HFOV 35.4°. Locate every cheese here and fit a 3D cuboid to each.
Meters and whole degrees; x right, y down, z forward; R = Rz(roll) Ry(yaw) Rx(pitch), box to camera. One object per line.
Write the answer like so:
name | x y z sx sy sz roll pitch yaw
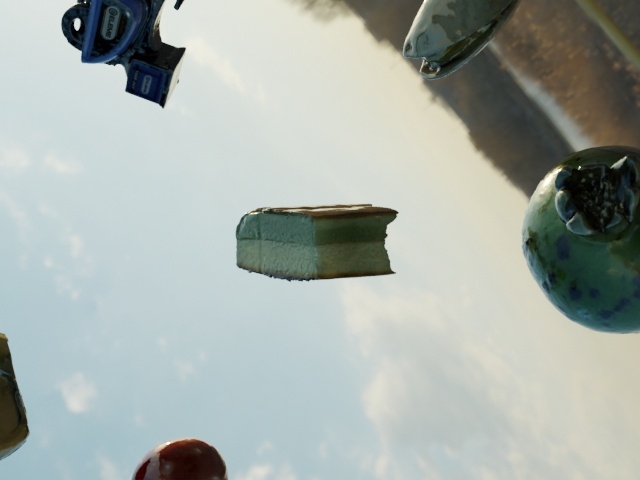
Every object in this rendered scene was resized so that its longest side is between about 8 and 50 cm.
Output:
cheese | -0.715 0.322 1.874 0.316 0.128 0.259 -19 -89 -34

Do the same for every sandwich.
sandwich | 0.000 0.000 1.514 0.186 0.108 0.220 -4 -174 -37

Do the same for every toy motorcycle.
toy motorcycle | -0.268 -0.389 1.529 0.213 0.358 0.125 20 -138 -5

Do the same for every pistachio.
pistachio | 0.221 -0.349 1.541 0.126 0.223 0.152 41 -171 -35

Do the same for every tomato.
tomato | -0.258 0.445 1.821 0.136 0.195 0.195 34 179 40

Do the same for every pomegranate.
pomegranate | 0.364 0.002 1.220 0.242 0.242 0.306 52 -170 3
